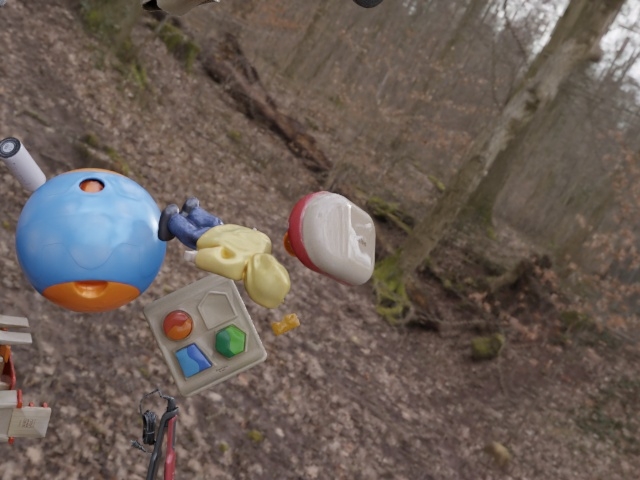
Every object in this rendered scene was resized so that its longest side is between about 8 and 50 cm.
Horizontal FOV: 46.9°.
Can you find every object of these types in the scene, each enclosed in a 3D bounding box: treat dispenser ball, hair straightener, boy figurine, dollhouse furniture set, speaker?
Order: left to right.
[{"bbox_3d":[-0.678,0.328,1.604,0.135,0.262,0.259,10,17,-30],"label":"dollhouse furniture set"},{"bbox_3d":[-0.646,-0.162,1.594,0.055,0.055,0.136,29,-22,18],"label":"speaker"},{"bbox_3d":[-0.453,0.000,1.468,0.288,0.288,0.288,26,8,-4],"label":"treat dispenser ball"},{"bbox_3d":[-0.307,0.372,1.337,0.088,0.231,0.047,8,17,6],"label":"hair straightener"},{"bbox_3d":[-0.161,0.020,1.359,0.285,0.092,0.177,32,33,21],"label":"boy figurine"}]

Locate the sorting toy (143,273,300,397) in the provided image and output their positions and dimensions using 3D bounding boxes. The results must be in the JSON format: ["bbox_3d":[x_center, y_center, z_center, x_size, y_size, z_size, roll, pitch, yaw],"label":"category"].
[{"bbox_3d":[-0.215,0.186,1.645,0.041,0.307,0.229,102,-37,-83],"label":"sorting toy"}]

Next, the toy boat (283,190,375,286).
[{"bbox_3d":[0.000,0.000,1.358,0.151,0.151,0.231,-4,-16,25],"label":"toy boat"}]

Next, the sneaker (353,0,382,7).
[{"bbox_3d":[0.016,-0.721,1.727,0.257,0.169,0.447,45,16,24],"label":"sneaker"}]

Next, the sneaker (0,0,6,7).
[{"bbox_3d":[-0.826,-0.619,1.615,0.297,0.111,0.129,34,11,-27],"label":"sneaker"}]

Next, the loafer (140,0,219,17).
[{"bbox_3d":[-0.325,-0.572,1.726,0.268,0.092,0.101,17,8,38],"label":"loafer"}]
